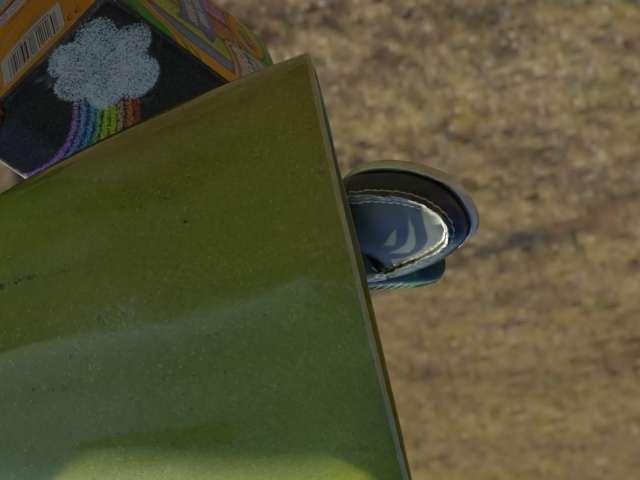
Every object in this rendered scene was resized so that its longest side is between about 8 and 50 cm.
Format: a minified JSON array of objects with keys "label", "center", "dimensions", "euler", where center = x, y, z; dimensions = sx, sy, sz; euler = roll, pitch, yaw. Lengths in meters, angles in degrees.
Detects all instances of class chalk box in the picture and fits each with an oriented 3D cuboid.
[{"label":"chalk box","center":[-0.144,-0.114,1.498],"dimensions":[0.180,0.179,0.289],"euler":[-43,125,16]}]

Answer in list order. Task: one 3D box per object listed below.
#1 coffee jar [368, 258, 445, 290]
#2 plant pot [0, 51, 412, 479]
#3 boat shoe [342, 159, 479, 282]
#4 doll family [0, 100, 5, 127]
[{"label":"coffee jar","center":[0.050,0.016,1.979],"dimensions":[0.184,0.096,0.079],"euler":[-10,175,-38]},{"label":"plant pot","center":[-0.116,0.057,1.020],"dimensions":[0.293,0.274,0.275],"euler":[-13,162,2]},{"label":"boat shoe","center":[0.000,0.000,1.281],"dimensions":[0.254,0.095,0.079],"euler":[-3,-151,40]},{"label":"doll family","center":[-0.289,-0.137,1.247],"dimensions":[0.111,0.193,0.076],"euler":[-12,-158,13]}]
